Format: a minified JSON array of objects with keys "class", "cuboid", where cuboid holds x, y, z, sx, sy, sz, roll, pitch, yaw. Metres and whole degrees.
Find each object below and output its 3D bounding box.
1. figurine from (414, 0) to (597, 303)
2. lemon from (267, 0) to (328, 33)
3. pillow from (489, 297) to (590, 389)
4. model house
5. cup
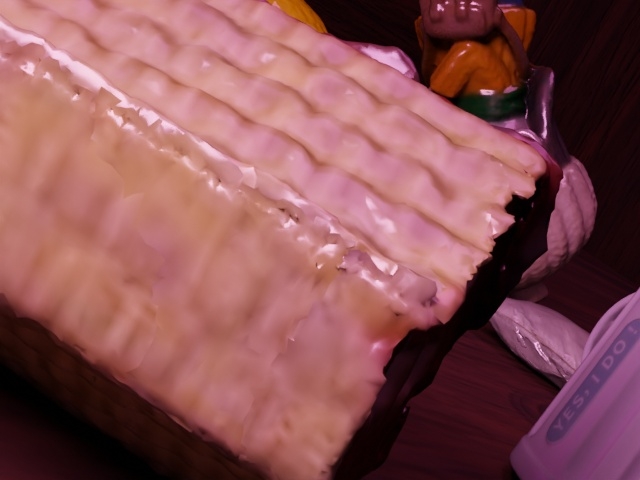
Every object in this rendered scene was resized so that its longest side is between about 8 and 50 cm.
[{"class":"figurine","cuboid":[0.155,-0.110,1.167,0.204,0.332,0.185,8,0,-14]},{"class":"lemon","cuboid":[-0.079,-0.104,0.840,0.207,0.170,0.170,34,9,16]},{"class":"pillow","cuboid":[0.227,0.110,1.044,0.229,0.051,0.128,36,7,40]},{"class":"model house","cuboid":[-0.040,-0.005,0.433,0.196,0.160,0.254,32,11,10]},{"class":"cup","cuboid":[0.206,0.070,0.690,0.167,0.202,0.221,26,11,-46]}]
